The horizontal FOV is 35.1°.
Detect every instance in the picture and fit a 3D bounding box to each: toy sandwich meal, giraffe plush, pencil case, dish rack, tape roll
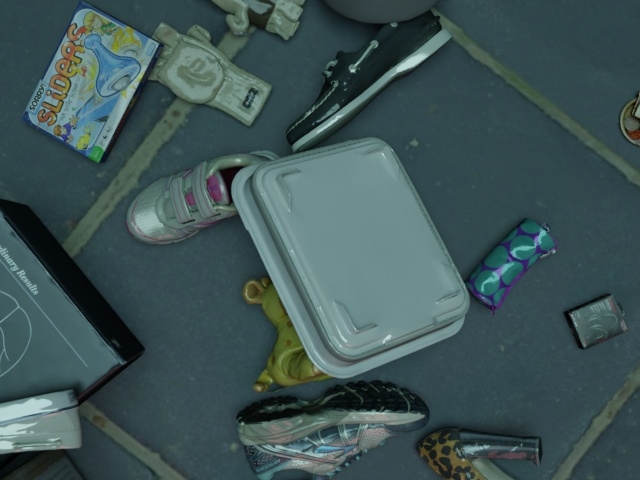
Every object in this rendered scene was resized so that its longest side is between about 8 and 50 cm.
[{"bbox_3d":[0.502,-0.186,1.555,0.086,0.029,0.085,0,88,-2],"label":"toy sandwich meal"},{"bbox_3d":[-0.020,0.120,1.482,0.210,0.181,0.170,-20,77,32],"label":"giraffe plush"},{"bbox_3d":[0.287,0.036,1.524,0.151,0.064,0.070,-46,65,-2],"label":"pencil case"},{"bbox_3d":[0.058,0.003,1.422,0.286,0.072,0.332,-17,75,-34],"label":"dish rack"},{"bbox_3d":[0.090,-0.425,1.485,0.219,0.072,0.219,-1,64,2],"label":"tape roll"}]

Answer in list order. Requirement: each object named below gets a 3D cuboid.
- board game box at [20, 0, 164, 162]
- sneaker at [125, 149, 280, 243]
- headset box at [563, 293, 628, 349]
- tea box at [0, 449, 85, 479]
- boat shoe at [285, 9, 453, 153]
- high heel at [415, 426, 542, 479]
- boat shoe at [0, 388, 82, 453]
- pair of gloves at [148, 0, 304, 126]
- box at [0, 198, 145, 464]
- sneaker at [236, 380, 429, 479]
[{"bbox_3d":[-0.338,-0.235,1.504,0.136,0.035,0.201,29,99,2],"label":"board game box"},{"bbox_3d":[-0.171,-0.071,1.487,0.252,0.111,0.102,-24,89,-2],"label":"sneaker"},{"bbox_3d":[0.423,0.122,1.542,0.083,0.032,0.062,-22,89,-1],"label":"headset box"},{"bbox_3d":[-0.455,0.468,1.354,0.324,0.329,0.220,-34,89,-4],"label":"tea box"},{"bbox_3d":[0.056,-0.245,1.507,0.303,0.114,0.091,-39,91,-14],"label":"boat shoe"},{"bbox_3d":[0.238,0.405,1.521,0.186,0.093,0.261,1,101,20],"label":"high heel"},{"bbox_3d":[-0.433,0.256,1.273,0.268,0.096,0.088,-12,85,-11],"label":"boat shoe"},{"bbox_3d":[-0.146,-0.317,1.531,0.204,0.042,0.240,22,93,-6],"label":"pair of gloves"},{"bbox_3d":[-0.500,0.173,1.419,0.395,0.212,0.293,-38,90,-2],"label":"box"},{"bbox_3d":[0.022,0.288,1.503,0.283,0.110,0.122,-7,106,0],"label":"sneaker"}]
